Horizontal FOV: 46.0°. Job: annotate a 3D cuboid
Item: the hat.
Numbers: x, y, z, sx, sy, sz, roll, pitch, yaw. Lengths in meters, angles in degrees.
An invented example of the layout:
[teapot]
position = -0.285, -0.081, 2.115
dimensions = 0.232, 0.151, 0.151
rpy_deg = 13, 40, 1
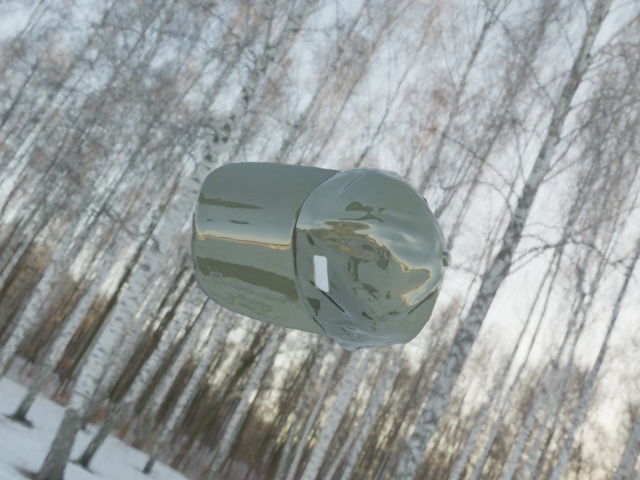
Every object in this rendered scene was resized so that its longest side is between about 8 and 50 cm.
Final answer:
[hat]
position = 0.000, 0.000, 0.603
dimensions = 0.173, 0.166, 0.144
rpy_deg = 13, -15, -43
